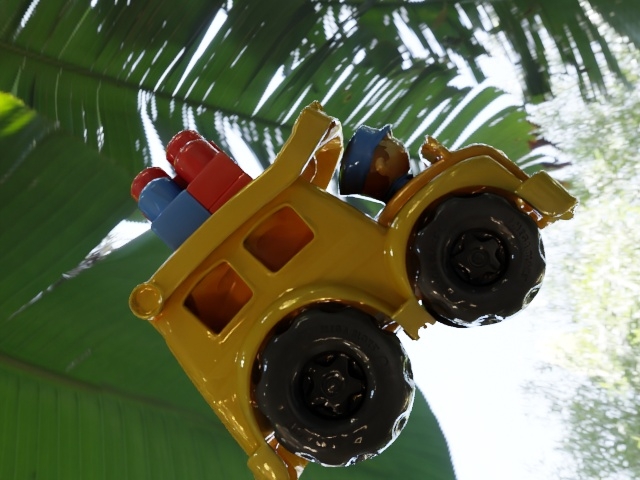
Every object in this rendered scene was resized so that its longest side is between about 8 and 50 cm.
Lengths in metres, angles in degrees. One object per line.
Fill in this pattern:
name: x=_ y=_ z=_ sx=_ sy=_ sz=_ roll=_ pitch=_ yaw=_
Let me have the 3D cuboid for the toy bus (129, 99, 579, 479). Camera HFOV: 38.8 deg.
toy bus: x=0.000 y=0.000 z=0.513 sx=0.220 sy=0.149 sz=0.211 roll=-43 pitch=-100 yaw=0
